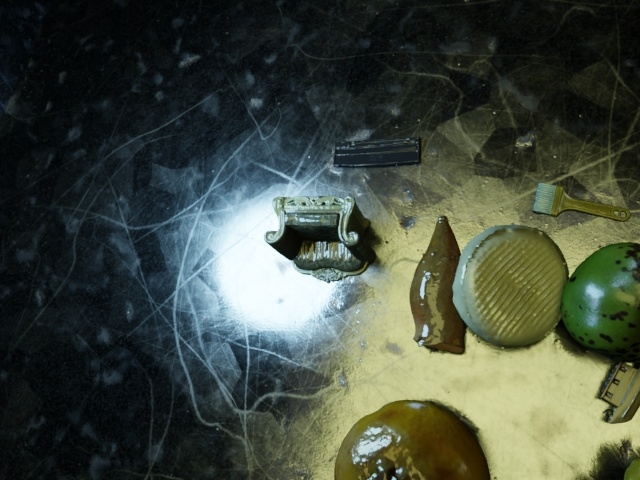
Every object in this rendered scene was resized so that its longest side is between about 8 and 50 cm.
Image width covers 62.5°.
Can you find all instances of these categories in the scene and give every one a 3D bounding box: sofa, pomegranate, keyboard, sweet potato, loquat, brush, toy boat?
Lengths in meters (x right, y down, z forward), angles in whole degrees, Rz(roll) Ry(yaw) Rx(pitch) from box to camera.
[{"bbox_3d":[0.000,0.000,1.374,0.258,0.200,0.182,1,72,17],"label":"sofa"},{"bbox_3d":[0.638,0.132,1.085,0.254,0.254,0.270,-48,22,0],"label":"pomegranate"},{"bbox_3d":[0.157,-0.247,1.494,0.251,0.017,0.087,-1,73,17],"label":"keyboard"},{"bbox_3d":[0.282,0.102,1.291,0.131,0.131,0.336,-3,73,17],"label":"sweet potato"},{"bbox_3d":[0.189,0.496,1.100,0.329,0.328,0.328,-5,73,17],"label":"loquat"},{"bbox_3d":[0.638,-0.086,1.290,0.218,0.010,0.082,15,79,20],"label":"brush"},{"bbox_3d":[0.665,0.305,1.140,0.077,0.057,0.200,31,85,30],"label":"toy boat"}]

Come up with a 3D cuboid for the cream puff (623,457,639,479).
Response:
[{"bbox_3d":[0.626,0.567,0.953,0.275,0.269,0.323,-9,62,-3],"label":"cream puff"}]

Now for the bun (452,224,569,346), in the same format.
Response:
[{"bbox_3d":[0.426,0.104,1.221,0.287,0.146,0.287,1,82,-11],"label":"bun"}]
